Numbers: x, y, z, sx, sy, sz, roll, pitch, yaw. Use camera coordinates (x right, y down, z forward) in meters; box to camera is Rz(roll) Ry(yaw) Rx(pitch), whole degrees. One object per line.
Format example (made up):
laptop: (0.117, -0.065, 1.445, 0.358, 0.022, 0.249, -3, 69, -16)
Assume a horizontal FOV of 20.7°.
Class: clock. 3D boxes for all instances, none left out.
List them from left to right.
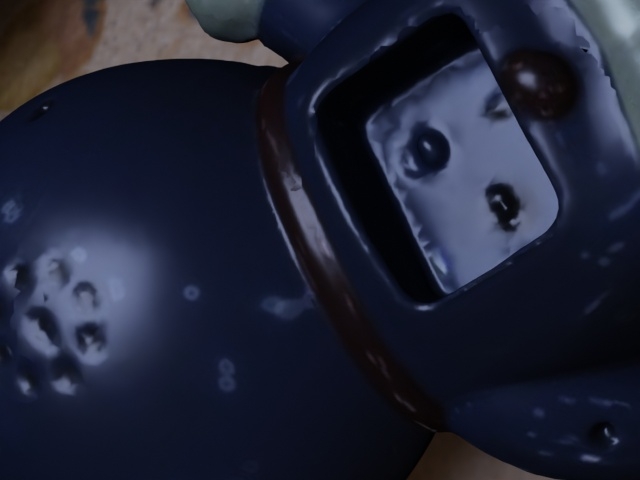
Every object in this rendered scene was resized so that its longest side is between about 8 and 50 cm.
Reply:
clock: (0.000, 0.000, 0.487, 0.243, 0.146, 0.199, -29, 81, 17)
